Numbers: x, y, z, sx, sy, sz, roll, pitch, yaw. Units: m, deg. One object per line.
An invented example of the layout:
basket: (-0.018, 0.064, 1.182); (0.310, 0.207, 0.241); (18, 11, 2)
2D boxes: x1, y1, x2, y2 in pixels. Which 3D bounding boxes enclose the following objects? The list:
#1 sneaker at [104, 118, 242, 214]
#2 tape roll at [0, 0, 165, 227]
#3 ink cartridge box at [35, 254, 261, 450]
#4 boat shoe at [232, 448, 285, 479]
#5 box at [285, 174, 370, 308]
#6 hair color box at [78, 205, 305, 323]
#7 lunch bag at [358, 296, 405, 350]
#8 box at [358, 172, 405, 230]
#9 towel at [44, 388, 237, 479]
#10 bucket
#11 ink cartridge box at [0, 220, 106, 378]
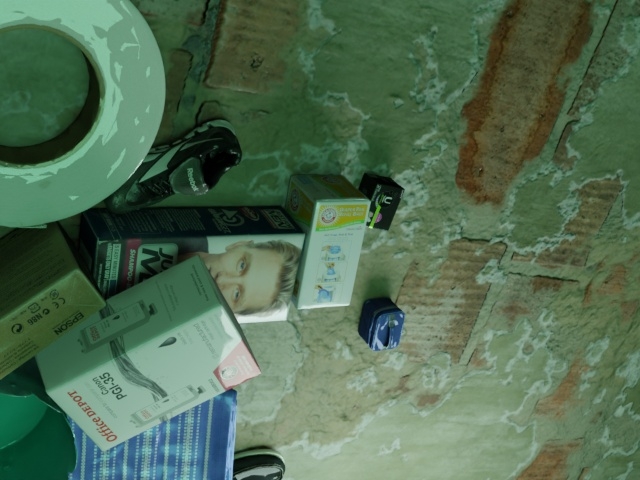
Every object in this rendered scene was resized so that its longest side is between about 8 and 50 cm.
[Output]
sneaker: (-0.220, -0.103, 1.474); (0.234, 0.106, 0.078); (-30, 126, -10)
tape roll: (-0.408, -0.204, 1.335); (0.392, 0.072, 0.392); (-14, 124, -22)
ink cartridge box: (-0.261, 0.177, 1.477); (0.283, 0.117, 0.207); (-27, 140, -3)
boat shoe: (-0.208, 0.506, 1.831); (0.340, 0.113, 0.127); (-15, 122, -21)
box: (0.000, 0.000, 1.648); (0.103, 0.114, 0.203); (-2, 118, -26)
hair color box: (-0.211, 0.044, 1.565); (0.347, 0.105, 0.174); (-2, 119, -28)
lunch bag: (0.117, 0.165, 1.840); (0.067, 0.065, 0.098); (-6, 119, -25)
box: (0.098, -0.068, 1.703); (0.062, 0.052, 0.083); (8, 112, -31)
towel: (-0.315, 0.373, 1.694); (0.336, 0.040, 0.243); (1, 108, -18)
bucket: (-0.521, 0.294, 1.481); (0.281, 0.183, 0.281); (-10, 121, -17)
ink cartridge box: (-0.450, 0.087, 1.403); (0.234, 0.193, 0.088); (-35, 128, -6)
